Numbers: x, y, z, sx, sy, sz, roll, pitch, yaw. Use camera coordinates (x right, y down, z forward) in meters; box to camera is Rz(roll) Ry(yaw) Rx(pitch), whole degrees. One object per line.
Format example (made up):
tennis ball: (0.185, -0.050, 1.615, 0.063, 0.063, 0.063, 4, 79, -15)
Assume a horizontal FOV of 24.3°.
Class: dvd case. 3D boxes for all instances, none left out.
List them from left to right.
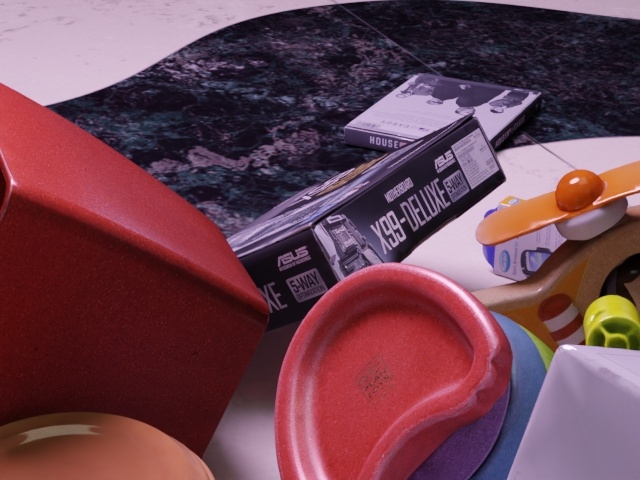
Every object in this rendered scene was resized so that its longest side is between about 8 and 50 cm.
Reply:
dvd case: (0.160, -0.157, 1.898, 0.179, 0.029, 0.239, 13, 28, 24)

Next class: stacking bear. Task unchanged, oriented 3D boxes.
stacking bear: (0.122, 0.140, 1.011, 0.289, 0.175, 0.164, 31, 18, -38)

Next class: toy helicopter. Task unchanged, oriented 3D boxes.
toy helicopter: (0.184, 0.047, 1.223, 0.355, 0.235, 0.140, -9, 27, -12)

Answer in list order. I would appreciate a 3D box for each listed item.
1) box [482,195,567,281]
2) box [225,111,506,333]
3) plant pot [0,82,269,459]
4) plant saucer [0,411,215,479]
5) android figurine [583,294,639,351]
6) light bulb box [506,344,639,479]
box: (0.226, 0.007, 1.486, 0.136, 0.081, 0.028, 19, 31, 33)
box: (0.000, 0.000, 1.371, 0.242, 0.076, 0.307, -22, 8, 39)
plant pot: (-0.196, 0.060, 1.146, 0.236, 0.267, 0.267, 18, 17, -27)
plant saucer: (-0.163, 0.165, 0.945, 0.200, 0.037, 0.200, 1, 24, 0)
android figurine: (0.272, 0.146, 1.066, 0.056, 0.248, 0.273, -40, -1, 13)
light bulb box: (0.309, 0.227, 0.710, 0.361, 0.225, 0.358, 7, 17, -43)
